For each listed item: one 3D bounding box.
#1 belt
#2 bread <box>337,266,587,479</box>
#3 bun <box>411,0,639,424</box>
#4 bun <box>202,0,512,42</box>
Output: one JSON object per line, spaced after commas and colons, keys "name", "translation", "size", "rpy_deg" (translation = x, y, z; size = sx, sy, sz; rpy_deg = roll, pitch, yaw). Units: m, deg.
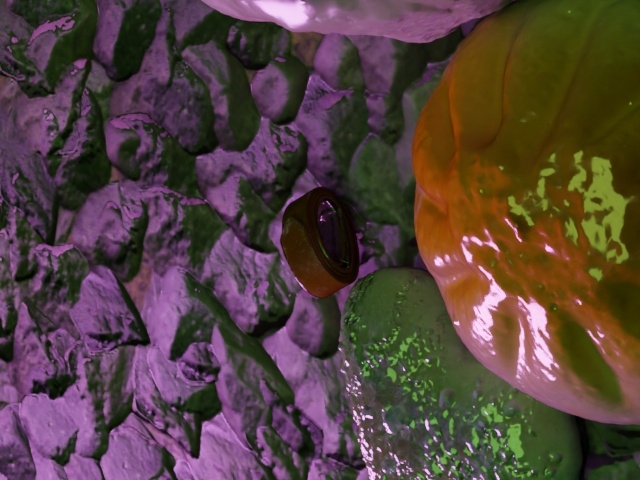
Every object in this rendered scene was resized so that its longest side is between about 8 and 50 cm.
{"name": "belt", "translation": [0.000, 0.000, 1.148], "size": [0.036, 0.059, 0.083], "rpy_deg": [-30, 60, 37]}
{"name": "bread", "translation": [0.085, 0.129, 1.110], "size": [0.232, 0.064, 0.172], "rpy_deg": [43, 121, 25]}
{"name": "bun", "translation": [0.170, -0.022, 0.943], "size": [0.299, 0.165, 0.299], "rpy_deg": [8, 103, 38]}
{"name": "bun", "translation": [0.049, -0.289, 0.954], "size": [0.360, 0.211, 0.359], "rpy_deg": [-3, 84, 36]}
